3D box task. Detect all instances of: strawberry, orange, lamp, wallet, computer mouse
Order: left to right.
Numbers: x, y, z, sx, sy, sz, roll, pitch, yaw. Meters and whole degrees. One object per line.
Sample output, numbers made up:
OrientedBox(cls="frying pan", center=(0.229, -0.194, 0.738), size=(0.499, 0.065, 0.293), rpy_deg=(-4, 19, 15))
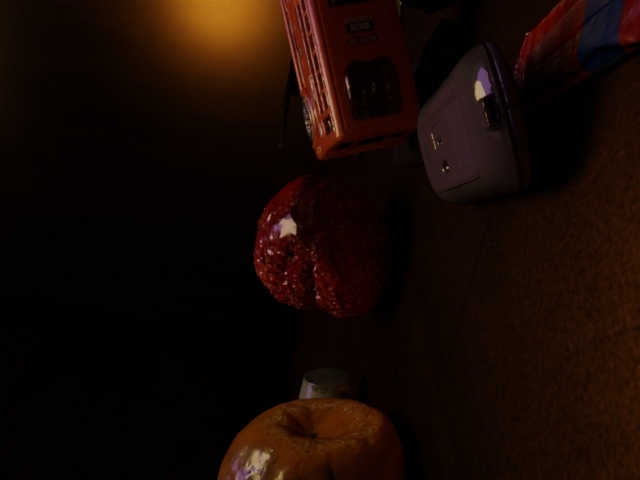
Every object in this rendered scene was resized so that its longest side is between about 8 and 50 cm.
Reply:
OrientedBox(cls="orange", center=(-0.011, 0.312, 0.677), size=(0.249, 0.249, 0.183), rpy_deg=(-127, 31, -84))
OrientedBox(cls="strawberry", center=(0.000, 0.000, 0.929), size=(0.288, 0.250, 0.239), rpy_deg=(50, -132, -66))
OrientedBox(cls="lamp", center=(0.009, 0.347, 0.994), size=(0.121, 0.121, 0.215), rpy_deg=(-104, 15, -80))
OrientedBox(cls="wallet", center=(0.146, -0.198, 0.805), size=(0.229, 0.049, 0.182), rpy_deg=(-113, 29, -85))
OrientedBox(cls="computer mouse", center=(0.135, -0.093, 0.487), size=(0.232, 0.057, 0.120), rpy_deg=(104, 150, -89))

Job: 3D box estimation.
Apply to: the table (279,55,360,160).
OrientedBox(cls="table", center=(0.021, -0.415, 1.590), size=(0.196, 0.250, 0.282), rpy_deg=(110, 169, -67))

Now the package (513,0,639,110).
OrientedBox(cls="package", center=(0.180, -0.145, 0.384), size=(0.200, 0.022, 0.083), rpy_deg=(162, 117, -86))

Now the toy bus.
OrientedBox(cls="toy bus", center=(0.029, -0.283, 0.712), size=(0.153, 0.143, 0.329), rpy_deg=(166, 92, -82))

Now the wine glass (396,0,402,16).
OrientedBox(cls="wine glass", center=(0.117, -0.573, 1.382), size=(0.321, 0.143, 0.143), rpy_deg=(-96, 16, -72))

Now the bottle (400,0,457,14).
OrientedBox(cls="bottle", center=(0.145, -0.445, 0.784), size=(0.144, 0.144, 0.336), rpy_deg=(104, 171, -47))
